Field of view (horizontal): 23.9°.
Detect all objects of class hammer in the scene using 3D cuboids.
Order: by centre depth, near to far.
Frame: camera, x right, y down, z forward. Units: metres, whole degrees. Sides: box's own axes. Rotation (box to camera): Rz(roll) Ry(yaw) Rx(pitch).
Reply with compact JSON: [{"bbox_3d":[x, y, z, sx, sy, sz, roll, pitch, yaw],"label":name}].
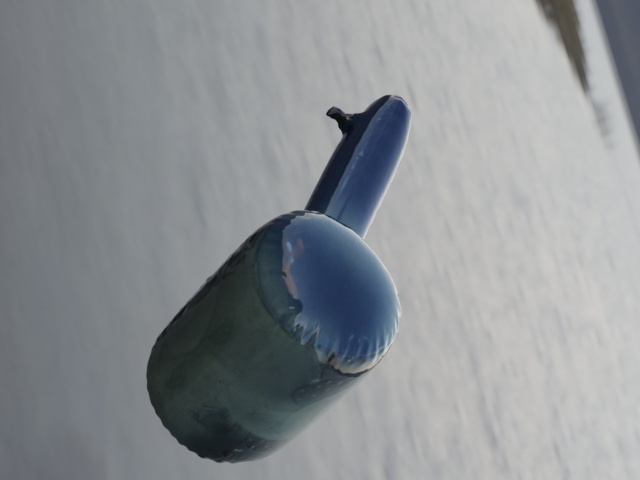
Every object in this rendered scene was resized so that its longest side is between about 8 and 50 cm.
[{"bbox_3d":[0.000,0.000,0.627,0.069,0.116,0.194,35,44,-9],"label":"hammer"}]
